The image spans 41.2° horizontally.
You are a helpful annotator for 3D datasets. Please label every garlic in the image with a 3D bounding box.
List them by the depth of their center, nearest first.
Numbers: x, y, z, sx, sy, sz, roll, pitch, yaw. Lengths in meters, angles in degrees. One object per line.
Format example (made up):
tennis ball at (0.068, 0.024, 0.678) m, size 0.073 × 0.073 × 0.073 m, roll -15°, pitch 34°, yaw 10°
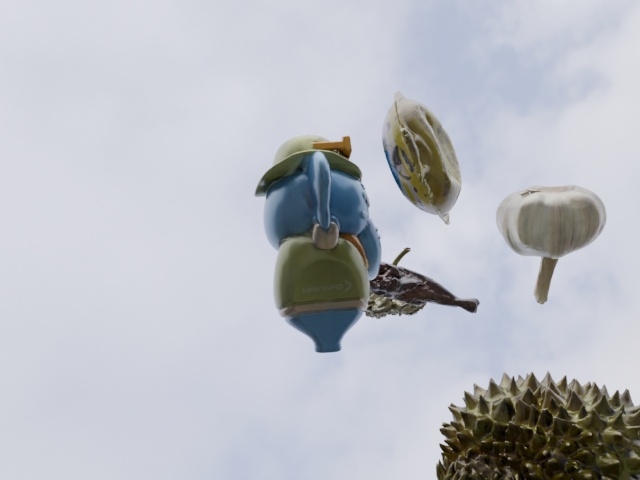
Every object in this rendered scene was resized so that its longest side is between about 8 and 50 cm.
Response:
garlic at (0.417, 0.012, 1.553) m, size 0.199 × 0.199 × 0.226 m, roll 0°, pitch -78°, yaw 1°

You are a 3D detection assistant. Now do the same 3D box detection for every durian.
durian at (0.134, 0.134, 0.499) m, size 0.208 × 0.146 × 0.102 m, roll -6°, pitch -45°, yaw -34°

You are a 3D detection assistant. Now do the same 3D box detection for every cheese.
cheese at (0.122, -0.094, 0.964) m, size 0.064 × 0.250 × 0.157 m, roll -20°, pitch -90°, yaw 19°

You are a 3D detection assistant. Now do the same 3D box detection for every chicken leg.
chicken leg at (0.135, 0.071, 1.277) m, size 0.219 × 0.089 × 0.048 m, roll 19°, pitch -82°, yaw -27°

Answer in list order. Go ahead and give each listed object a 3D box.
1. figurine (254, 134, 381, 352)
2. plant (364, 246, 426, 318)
figurine at (-0.004, 0.000, 1.055) m, size 0.153 × 0.180 × 0.262 m, roll -4°, pitch -89°, yaw 19°
plant at (0.116, 0.070, 1.393) m, size 0.116 × 0.104 × 0.122 m, roll 4°, pitch -90°, yaw -11°
